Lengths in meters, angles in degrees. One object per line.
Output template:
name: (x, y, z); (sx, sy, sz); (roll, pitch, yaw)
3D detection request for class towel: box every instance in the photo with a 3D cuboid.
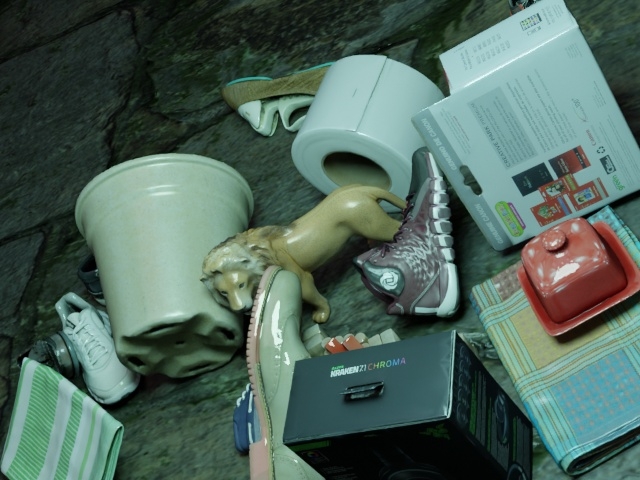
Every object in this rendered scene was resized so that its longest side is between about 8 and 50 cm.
towel: (-0.468, 0.373, 1.855); (0.325, 0.038, 0.248); (25, 104, 45)
towel: (0.386, 0.130, 1.498); (0.271, 0.040, 0.370); (-32, 41, 9)

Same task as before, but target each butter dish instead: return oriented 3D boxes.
butter dish: (0.353, 0.029, 1.498); (0.160, 0.118, 0.160); (-32, 40, 13)

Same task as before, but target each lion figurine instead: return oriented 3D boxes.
lion figurine: (0.000, 0.000, 1.755); (0.392, 0.240, 0.142); (-39, 41, 2)

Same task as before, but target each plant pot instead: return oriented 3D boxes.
plant pot: (-0.265, 0.067, 1.879); (0.334, 0.334, 0.305); (-24, 55, 19)

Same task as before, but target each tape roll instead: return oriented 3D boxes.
tape roll: (0.090, -0.183, 1.844); (0.246, 0.246, 0.169); (0, 56, 38)

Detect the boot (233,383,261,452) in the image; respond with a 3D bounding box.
boot: (-0.106, 0.252, 1.720); (0.086, 0.069, 0.190); (-14, 66, 32)

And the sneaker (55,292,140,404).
sneaker: (-0.436, 0.205, 2.003); (0.110, 0.118, 0.292); (-37, 41, -8)

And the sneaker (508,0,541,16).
sneaker: (0.396, -0.425, 1.955); (0.061, 0.065, 0.158); (-43, 40, -1)

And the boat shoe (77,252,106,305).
boat shoe: (-0.377, -0.028, 2.166); (0.340, 0.113, 0.127); (-48, 41, -8)

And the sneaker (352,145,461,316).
sneaker: (0.127, -0.011, 1.669); (0.162, 0.106, 0.281); (-6, 75, 1)

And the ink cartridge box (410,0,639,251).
ink cartridge box: (0.315, -0.171, 1.596); (0.272, 0.309, 0.130); (-26, 33, 16)

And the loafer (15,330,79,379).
loafer: (-0.526, 0.232, 2.006); (0.084, 0.096, 0.267); (-20, 2, -23)

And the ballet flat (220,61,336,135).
ballet flat: (-0.075, -0.284, 2.182); (0.342, 0.116, 0.124); (-4, 72, 31)

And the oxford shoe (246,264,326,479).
oxford shoe: (-0.025, 0.232, 1.599); (0.146, 0.140, 0.397); (-6, 82, 17)

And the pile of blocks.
pile of blocks: (0.078, 0.204, 1.614); (0.362, 0.112, 0.149); (-3, 53, 36)

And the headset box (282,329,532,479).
headset box: (0.119, 0.254, 1.409); (0.246, 0.283, 0.131); (-14, 48, 28)
